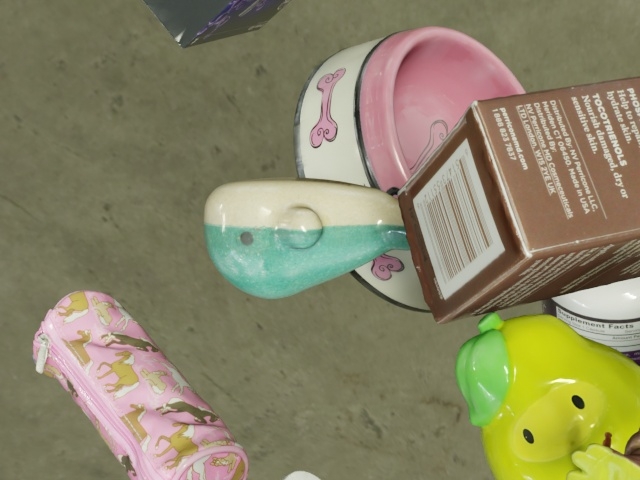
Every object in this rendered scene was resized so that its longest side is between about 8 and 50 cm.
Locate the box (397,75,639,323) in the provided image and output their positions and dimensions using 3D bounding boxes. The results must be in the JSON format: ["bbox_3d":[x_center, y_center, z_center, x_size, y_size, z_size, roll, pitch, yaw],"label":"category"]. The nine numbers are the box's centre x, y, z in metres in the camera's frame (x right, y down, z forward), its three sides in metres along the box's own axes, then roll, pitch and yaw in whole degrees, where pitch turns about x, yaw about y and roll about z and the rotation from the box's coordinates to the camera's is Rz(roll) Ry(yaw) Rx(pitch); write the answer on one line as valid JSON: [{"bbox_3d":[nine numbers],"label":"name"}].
[{"bbox_3d":[0.282,-0.050,0.849,0.382,0.191,0.143,-9,72,-19],"label":"box"}]

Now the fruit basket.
[{"bbox_3d":[0.287,0.228,0.887,0.392,0.392,0.283,-24,34,1],"label":"fruit basket"}]

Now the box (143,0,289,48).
[{"bbox_3d":[-0.075,-0.319,1.080,0.184,0.261,0.103,-35,95,22],"label":"box"}]

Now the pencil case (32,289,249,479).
[{"bbox_3d":[-0.258,0.234,1.359,0.167,0.160,0.386,-28,51,-28],"label":"pencil case"}]

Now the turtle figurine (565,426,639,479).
[{"bbox_3d":[0.228,0.153,0.652,0.087,0.269,0.217,41,39,21],"label":"turtle figurine"}]

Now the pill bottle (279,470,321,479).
[{"bbox_3d":[-0.062,0.289,0.926,0.169,0.094,0.094,-41,67,30],"label":"pill bottle"}]

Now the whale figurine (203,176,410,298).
[{"bbox_3d":[0.000,0.000,1.121,0.272,0.216,0.141,3,96,9],"label":"whale figurine"}]

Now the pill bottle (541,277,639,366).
[{"bbox_3d":[0.370,0.089,1.214,0.182,0.322,0.181,-9,36,7],"label":"pill bottle"}]

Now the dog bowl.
[{"bbox_3d":[0.165,-0.113,1.346,0.150,0.408,0.407,-25,63,46],"label":"dog bowl"}]
